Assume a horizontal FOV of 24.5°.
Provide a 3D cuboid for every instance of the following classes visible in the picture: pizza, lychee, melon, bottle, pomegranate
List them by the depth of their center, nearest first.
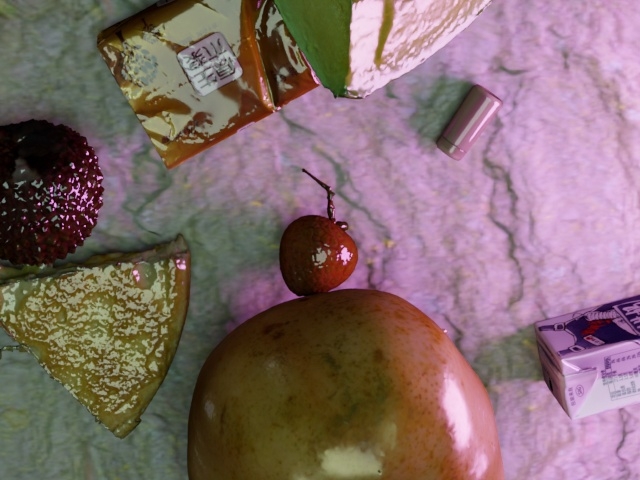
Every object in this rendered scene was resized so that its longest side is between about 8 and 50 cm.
[{"bbox_3d":[0.115,-0.375,1.722,0.343,0.226,0.331,-23,88,-28],"label":"melon"},{"bbox_3d":[-0.350,-0.054,1.780,0.188,0.188,0.188,-3,109,-8],"label":"lychee"},{"bbox_3d":[0.040,0.264,1.823,0.416,0.416,0.417,-3,109,-8],"label":"pomegranate"},{"bbox_3d":[-0.001,0.005,1.885,0.114,0.101,0.140,27,102,-17],"label":"lychee"},{"bbox_3d":[-0.312,0.084,1.886,0.287,0.075,0.280,25,99,-13],"label":"pizza"},{"bbox_3d":[0.191,-0.150,1.892,0.045,0.045,0.096,30,103,-16],"label":"bottle"}]

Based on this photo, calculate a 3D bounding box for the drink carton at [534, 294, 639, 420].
[{"bbox_3d":[0.412,0.150,1.978,0.222,0.134,0.102,-15,112,-3],"label":"drink carton"}]

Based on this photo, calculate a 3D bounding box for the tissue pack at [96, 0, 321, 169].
[{"bbox_3d":[-0.134,-0.221,1.797,0.226,0.092,0.183,-28,110,3],"label":"tissue pack"}]
